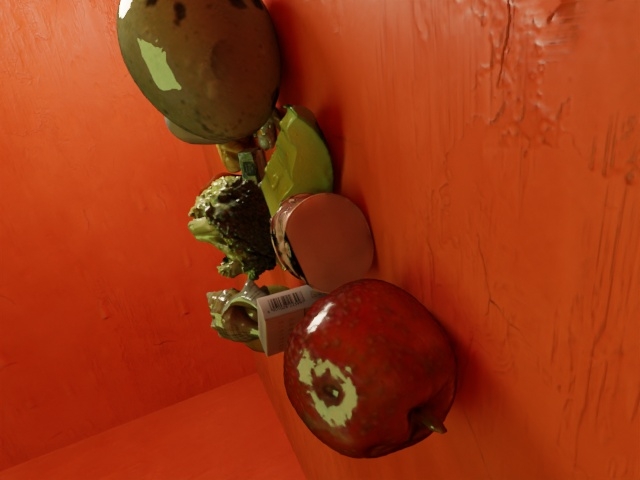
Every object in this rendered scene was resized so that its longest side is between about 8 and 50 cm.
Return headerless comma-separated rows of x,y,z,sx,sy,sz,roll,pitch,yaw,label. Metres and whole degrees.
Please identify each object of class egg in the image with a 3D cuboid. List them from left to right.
-0.262,-0.427,0.993,0.428,0.345,0.345,56,160,2,egg

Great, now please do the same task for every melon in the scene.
-0.042,-0.162,0.935,0.196,0.124,0.323,61,152,20,melon

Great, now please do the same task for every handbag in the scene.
0.000,0.000,0.869,0.205,0.179,0.116,67,171,-9,handbag

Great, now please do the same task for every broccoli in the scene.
-0.261,-0.029,1.291,0.280,0.347,0.294,2,84,31,broccoli

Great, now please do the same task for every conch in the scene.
-0.188,0.205,1.247,0.385,0.170,0.203,7,129,24,conch

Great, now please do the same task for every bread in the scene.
-0.325,-0.393,1.546,0.173,0.121,0.312,136,116,-74,bread

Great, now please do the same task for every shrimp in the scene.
-0.127,-0.297,1.192,0.166,0.049,0.161,45,146,41,shrimp

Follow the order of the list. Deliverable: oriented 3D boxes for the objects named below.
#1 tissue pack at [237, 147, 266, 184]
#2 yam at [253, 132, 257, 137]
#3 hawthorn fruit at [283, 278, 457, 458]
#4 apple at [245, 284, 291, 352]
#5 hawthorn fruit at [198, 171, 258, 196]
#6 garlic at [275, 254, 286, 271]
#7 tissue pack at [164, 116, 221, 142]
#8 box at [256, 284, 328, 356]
-0.220,-0.248,1.450,0.085,0.079,0.111,-61,-34,-64,tissue pack
-0.220,-0.399,1.381,0.032,0.032,0.146,164,89,-72,yam
0.082,0.201,0.679,0.299,0.275,0.276,33,137,49,hawthorn fruit
-0.167,0.259,1.465,0.261,0.260,0.194,31,143,64,apple
-0.339,-0.139,1.643,0.300,0.253,0.254,-124,22,-71,hawthorn fruit
-0.065,0.020,1.217,0.174,0.099,0.124,31,118,59,garlic
-0.368,-0.477,1.341,0.236,0.229,0.333,130,139,-85,tissue pack
-0.020,0.163,0.968,0.150,0.233,0.067,97,152,-48,box
